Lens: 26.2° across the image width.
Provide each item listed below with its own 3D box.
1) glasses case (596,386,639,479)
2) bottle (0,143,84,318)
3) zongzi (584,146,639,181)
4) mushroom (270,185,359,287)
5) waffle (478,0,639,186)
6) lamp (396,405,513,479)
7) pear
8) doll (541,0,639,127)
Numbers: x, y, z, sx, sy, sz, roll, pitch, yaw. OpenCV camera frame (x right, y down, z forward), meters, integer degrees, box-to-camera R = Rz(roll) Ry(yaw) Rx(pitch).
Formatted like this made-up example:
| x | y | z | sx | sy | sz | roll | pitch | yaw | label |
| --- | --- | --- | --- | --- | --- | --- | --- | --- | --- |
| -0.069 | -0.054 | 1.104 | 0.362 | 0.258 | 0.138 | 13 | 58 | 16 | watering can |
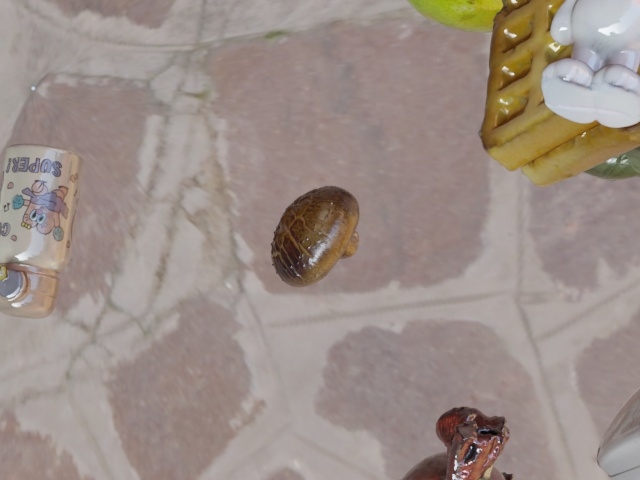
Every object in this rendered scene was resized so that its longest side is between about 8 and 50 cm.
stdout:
| x | y | z | sx | sy | sz | roll | pitch | yaw | label |
| --- | --- | --- | --- | --- | --- | --- | --- | --- | --- |
| 0.254 | 0.113 | 0.922 | 0.059 | 0.233 | 0.092 | 42 | 69 | 2 | glasses case |
| -0.354 | -0.010 | 1.687 | 0.097 | 0.110 | 0.209 | 4 | 81 | 15 | bottle |
| 0.338 | -0.117 | 1.720 | 0.154 | 0.130 | 0.062 | 17 | 91 | -15 | zongzi |
| -0.006 | -0.006 | 1.450 | 0.085 | 0.126 | 0.109 | 52 | 47 | 1 | mushroom |
| 0.294 | -0.201 | 1.281 | 0.098 | 0.327 | 0.224 | 25 | 58 | -30 | waffle |
| 0.166 | 0.305 | 1.591 | 0.151 | 0.223 | 0.215 | 14 | 80 | -13 | lamp |
| 0.194 | -0.353 | 1.763 | 0.187 | 0.187 | 0.220 | -46 | 109 | -4 | pear |
| 0.222 | -0.239 | 1.119 | 0.208 | 0.144 | 0.271 | 27 | 76 | 21 | doll |
